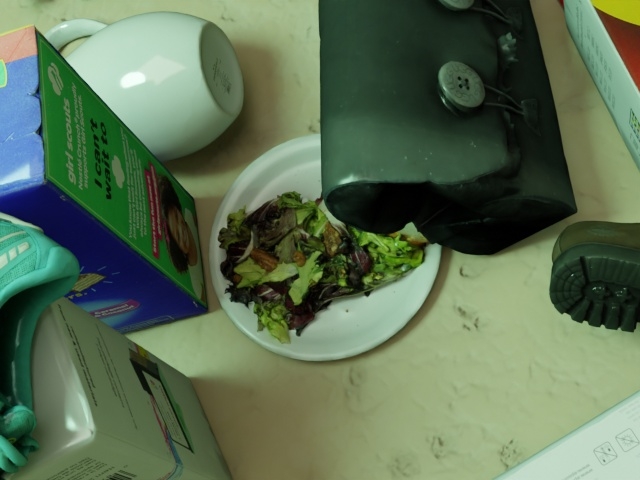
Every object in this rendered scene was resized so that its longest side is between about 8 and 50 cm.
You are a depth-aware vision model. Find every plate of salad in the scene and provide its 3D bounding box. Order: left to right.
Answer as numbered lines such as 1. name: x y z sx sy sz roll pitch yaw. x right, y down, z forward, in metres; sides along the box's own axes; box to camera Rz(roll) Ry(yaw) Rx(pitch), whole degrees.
1. plate of salad: 0.000 0.000 0.926 0.200 0.048 0.200 -3 73 12

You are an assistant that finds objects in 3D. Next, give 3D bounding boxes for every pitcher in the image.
1. pitcher: -0.175 -0.144 0.981 0.207 0.125 0.177 -11 55 21

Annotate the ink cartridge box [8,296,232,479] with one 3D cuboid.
1. ink cartridge box: -0.207 0.159 0.802 0.201 0.278 0.117 -27 66 3

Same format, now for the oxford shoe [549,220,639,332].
1. oxford shoe: 0.284 0.029 0.832 0.227 0.083 0.096 18 34 0

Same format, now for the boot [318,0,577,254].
1. boot: 0.010 -0.224 0.870 0.367 0.146 0.445 5 73 -23

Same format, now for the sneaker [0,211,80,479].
1. sneaker: -0.216 0.112 0.618 0.110 0.107 0.275 13 75 8

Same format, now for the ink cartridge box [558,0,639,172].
1. ink cartridge box: 0.355 -0.206 0.865 0.309 0.130 0.272 -24 68 5

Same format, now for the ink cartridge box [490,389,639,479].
1. ink cartridge box: 0.240 0.233 0.799 0.223 0.045 0.224 -31 71 2

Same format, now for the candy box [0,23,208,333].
1. candy box: -0.262 -0.005 0.842 0.268 0.317 0.122 -14 71 8
